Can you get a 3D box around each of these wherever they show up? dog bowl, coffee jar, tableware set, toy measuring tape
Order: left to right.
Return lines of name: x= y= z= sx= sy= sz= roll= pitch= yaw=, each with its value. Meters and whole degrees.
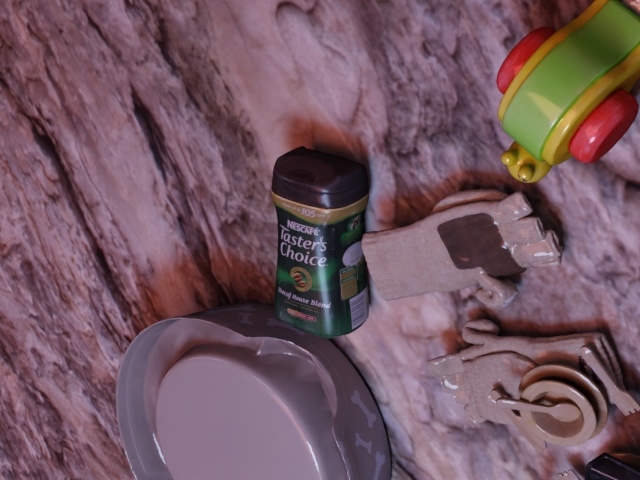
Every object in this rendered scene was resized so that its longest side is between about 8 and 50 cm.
dog bowl: x=-0.071 y=0.227 z=1.636 sx=0.348 sy=0.102 sz=0.349 roll=20 pitch=124 yaw=33
coffee jar: x=0.000 y=0.000 z=1.475 sx=0.096 sy=0.079 sz=0.184 roll=18 pitch=122 yaw=34
tableware set: x=0.253 y=0.199 z=1.357 sx=0.194 sy=0.039 sz=0.128 roll=51 pitch=132 yaw=-7
toy measuring tape: x=0.227 y=-0.162 z=1.173 sx=0.121 sy=0.121 sz=0.330 roll=43 pitch=133 yaw=16

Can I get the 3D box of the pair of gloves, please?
pair of gloves: x=0.165 y=0.065 z=1.393 sx=0.204 sy=0.042 sz=0.240 roll=-22 pitch=102 yaw=40

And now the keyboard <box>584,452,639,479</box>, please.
keyboard: x=0.270 y=0.320 z=1.399 sx=0.201 sy=0.033 sz=0.317 roll=23 pitch=136 yaw=28
